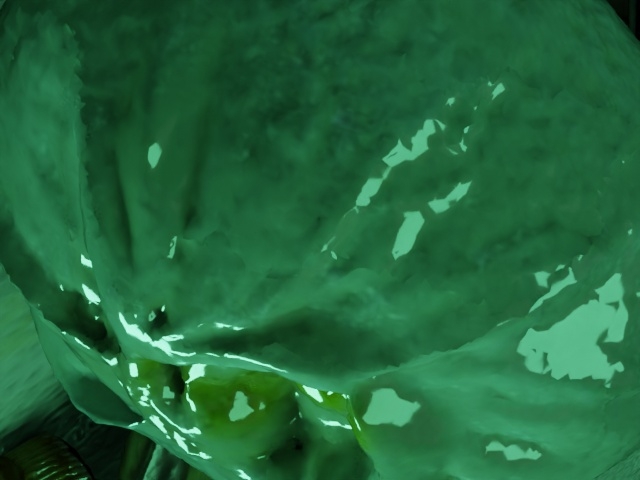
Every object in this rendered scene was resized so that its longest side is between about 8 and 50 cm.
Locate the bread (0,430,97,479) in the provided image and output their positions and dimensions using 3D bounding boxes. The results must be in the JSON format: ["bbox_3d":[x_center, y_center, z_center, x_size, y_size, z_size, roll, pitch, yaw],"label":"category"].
[{"bbox_3d":[-0.162,0.159,1.000,0.053,0.085,0.085,-25,148,-28],"label":"bread"}]

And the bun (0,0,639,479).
[{"bbox_3d":[0.000,0.000,0.723,0.211,0.362,0.362,-58,163,-31],"label":"bun"}]

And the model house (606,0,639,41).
[{"bbox_3d":[0.116,-0.208,0.785,0.207,0.154,0.294,-43,135,-59],"label":"model house"}]

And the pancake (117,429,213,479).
[{"bbox_3d":[-0.057,0.117,1.095,0.294,0.049,0.294,-57,162,-29],"label":"pancake"}]
